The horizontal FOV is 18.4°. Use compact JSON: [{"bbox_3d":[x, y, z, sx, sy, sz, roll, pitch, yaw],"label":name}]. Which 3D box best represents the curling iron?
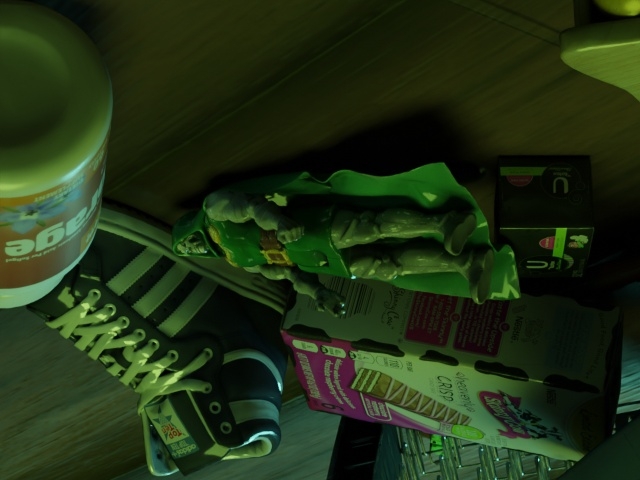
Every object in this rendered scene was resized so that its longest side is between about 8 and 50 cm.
[{"bbox_3d":[0.172,0.049,1.444,0.068,0.035,0.274,22,149,-38],"label":"curling iron"}]

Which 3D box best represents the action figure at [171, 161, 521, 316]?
[{"bbox_3d":[0.000,0.000,1.279,0.232,0.063,0.137,3,140,33],"label":"action figure"}]

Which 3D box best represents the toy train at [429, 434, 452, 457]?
[{"bbox_3d":[0.109,0.173,1.750,0.024,0.017,0.083,11,156,5],"label":"toy train"}]

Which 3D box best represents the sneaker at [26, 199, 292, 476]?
[{"bbox_3d":[-0.133,0.072,1.369,0.282,0.153,0.099,20,149,-35],"label":"sneaker"}]

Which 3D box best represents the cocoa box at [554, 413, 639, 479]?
[{"bbox_3d":[0.312,0.192,1.334,0.347,0.231,0.228,-33,167,-24],"label":"cocoa box"}]

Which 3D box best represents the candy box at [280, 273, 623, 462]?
[{"bbox_3d":[0.099,0.088,1.433,0.233,0.071,0.159,9,156,13],"label":"candy box"}]

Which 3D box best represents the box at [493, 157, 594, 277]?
[{"bbox_3d":[0.145,-0.014,1.287,0.062,0.052,0.083,0,157,3],"label":"box"}]

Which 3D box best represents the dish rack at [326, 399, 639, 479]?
[{"bbox_3d":[0.148,0.173,1.566,0.272,0.074,0.208,-12,-162,10],"label":"dish rack"}]

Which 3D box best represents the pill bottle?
[{"bbox_3d":[-0.187,-0.041,1.163,0.121,0.121,0.216,5,156,-7],"label":"pill bottle"}]

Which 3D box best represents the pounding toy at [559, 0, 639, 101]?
[{"bbox_3d":[0.248,-0.108,0.943,0.270,0.154,0.154,-9,158,22],"label":"pounding toy"}]
